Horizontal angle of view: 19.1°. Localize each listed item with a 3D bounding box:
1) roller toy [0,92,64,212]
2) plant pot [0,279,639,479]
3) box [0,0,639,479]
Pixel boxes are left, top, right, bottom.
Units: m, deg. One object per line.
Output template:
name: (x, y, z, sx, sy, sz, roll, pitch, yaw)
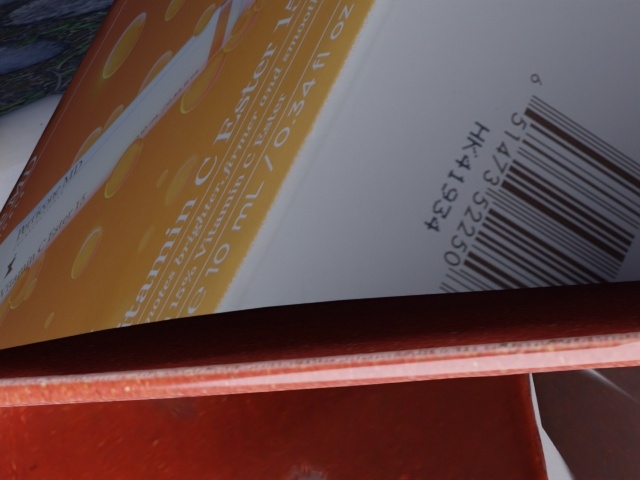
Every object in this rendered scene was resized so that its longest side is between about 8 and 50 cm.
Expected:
roller toy: (-0.147, 0.034, 0.965, 0.146, 0.191, 0.209, -27, -20, -18)
plant pot: (0.088, 0.121, 0.431, 0.267, 0.267, 0.236, -6, 10, 35)
box: (0.000, 0.000, 0.735, 0.215, 0.168, 0.345, -64, 20, -12)
